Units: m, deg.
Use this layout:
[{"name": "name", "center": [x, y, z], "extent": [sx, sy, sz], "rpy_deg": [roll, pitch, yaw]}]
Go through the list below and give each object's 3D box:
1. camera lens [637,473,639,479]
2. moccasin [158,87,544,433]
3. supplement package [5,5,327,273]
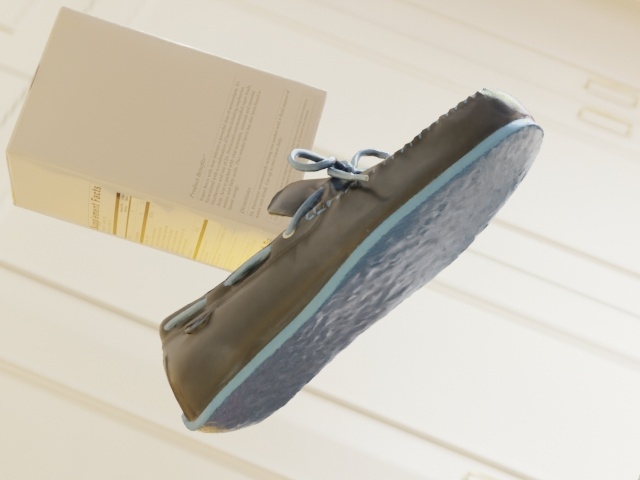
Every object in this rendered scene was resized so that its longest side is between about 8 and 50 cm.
[{"name": "camera lens", "center": [0.541, 0.288, 1.544], "extent": [0.274, 0.219, 0.219], "rpy_deg": [112, -177, -48]}, {"name": "moccasin", "center": [0.000, 0.000, 0.889], "extent": [0.342, 0.116, 0.138], "rpy_deg": [-40, -27, 13]}, {"name": "supplement package", "center": [-0.166, -0.097, 1.329], "extent": [0.175, 0.293, 0.177], "rpy_deg": [122, 165, -70]}]
